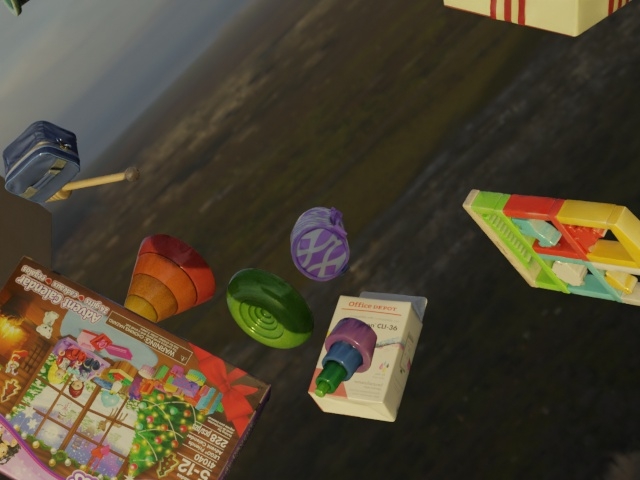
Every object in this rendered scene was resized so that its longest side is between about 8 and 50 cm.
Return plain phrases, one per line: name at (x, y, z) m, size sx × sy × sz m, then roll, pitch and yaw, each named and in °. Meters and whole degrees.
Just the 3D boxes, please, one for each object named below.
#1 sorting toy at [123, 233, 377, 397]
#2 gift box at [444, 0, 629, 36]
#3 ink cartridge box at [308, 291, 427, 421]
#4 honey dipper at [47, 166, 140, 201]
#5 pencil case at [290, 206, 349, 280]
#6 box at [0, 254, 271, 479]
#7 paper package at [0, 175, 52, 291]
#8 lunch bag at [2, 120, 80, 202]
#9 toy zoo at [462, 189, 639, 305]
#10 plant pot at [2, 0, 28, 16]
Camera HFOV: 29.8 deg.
sorting toy at (-0.112, 0.113, 1.532) m, size 0.126 × 0.365 × 0.127 m, roll -51°, pitch -29°, yaw -38°
gift box at (0.315, -0.461, 1.634) m, size 0.255 × 0.258 × 0.276 m, roll 19°, pitch 41°, yaw 32°
ink cartridge box at (0.071, 0.147, 1.703) m, size 0.115 × 0.067 × 0.198 m, roll 4°, pitch 59°, yaw 25°
honey dipper at (-0.287, -0.073, 1.487) m, size 0.160 × 0.030 × 0.030 m, roll -9°, pitch 32°, yaw 34°
pencil case at (0.000, 0.000, 1.778) m, size 0.088 × 0.086 × 0.206 m, roll -57°, pitch 8°, yaw 6°
box at (-0.223, 0.169, 1.207) m, size 0.201 × 0.293 × 0.057 m, roll -61°, pitch -8°, yaw -19°
paper package at (-0.552, 0.044, 1.796) m, size 0.168 × 0.309 × 0.325 m, roll -22°, pitch 54°, yaw 20°
lunch bag at (-0.336, -0.094, 1.462) m, size 0.098 × 0.067 × 0.065 m, roll -36°, pitch 51°, yaw 30°
toy zoo at (0.339, 0.015, 1.521) m, size 0.293 × 0.192 × 0.030 m, roll 9°, pitch 61°, yaw 50°
plant pot at (-0.412, -0.575, 1.844) m, size 0.334 × 0.341 × 0.341 m, roll -33°, pitch 10°, yaw -11°
